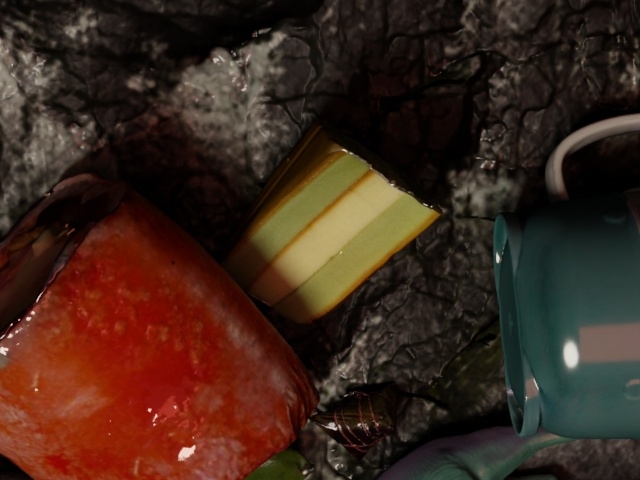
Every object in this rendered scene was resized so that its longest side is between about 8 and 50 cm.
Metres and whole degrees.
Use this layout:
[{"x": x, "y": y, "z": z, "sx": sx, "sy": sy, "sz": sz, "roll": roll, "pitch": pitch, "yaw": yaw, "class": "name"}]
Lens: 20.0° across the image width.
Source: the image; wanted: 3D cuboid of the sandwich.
[{"x": 0.000, "y": 0.000, "z": 1.577, "sx": 0.117, "sy": 0.144, "sz": 0.187, "roll": 33, "pitch": 103, "yaw": -12, "class": "sandwich"}]

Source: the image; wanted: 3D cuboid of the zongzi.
[{"x": 0.027, "y": 0.169, "z": 1.686, "sx": 0.073, "sy": 0.067, "sz": 0.083, "roll": 25, "pitch": 122, "yaw": -20, "class": "zongzi"}]

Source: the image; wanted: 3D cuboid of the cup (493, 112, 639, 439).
[{"x": 0.288, "y": 0.032, "z": 1.592, "sx": 0.258, "sy": 0.219, "sz": 0.289, "roll": -4, "pitch": 79, "yaw": -3, "class": "cup"}]

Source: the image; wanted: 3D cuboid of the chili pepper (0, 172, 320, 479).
[{"x": -0.167, "y": 0.120, "z": 1.562, "sx": 0.251, "sy": 0.229, "sz": 0.305, "roll": -44, "pitch": 107, "yaw": -7, "class": "chili pepper"}]

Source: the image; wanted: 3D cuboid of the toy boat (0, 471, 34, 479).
[{"x": -0.321, "y": 0.298, "z": 1.692, "sx": 0.227, "sy": 0.085, "sz": 0.155, "roll": -33, "pitch": 92, "yaw": 14, "class": "toy boat"}]

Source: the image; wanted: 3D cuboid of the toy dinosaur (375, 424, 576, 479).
[{"x": 0.050, "y": 0.240, "z": 1.698, "sx": 0.331, "sy": 0.129, "sz": 0.383, "roll": 27, "pitch": 104, "yaw": -5, "class": "toy dinosaur"}]

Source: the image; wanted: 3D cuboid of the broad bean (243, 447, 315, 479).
[{"x": -0.141, "y": 0.284, "z": 1.682, "sx": 0.318, "sy": 0.056, "sz": 0.098, "roll": -28, "pitch": 73, "yaw": 8, "class": "broad bean"}]
